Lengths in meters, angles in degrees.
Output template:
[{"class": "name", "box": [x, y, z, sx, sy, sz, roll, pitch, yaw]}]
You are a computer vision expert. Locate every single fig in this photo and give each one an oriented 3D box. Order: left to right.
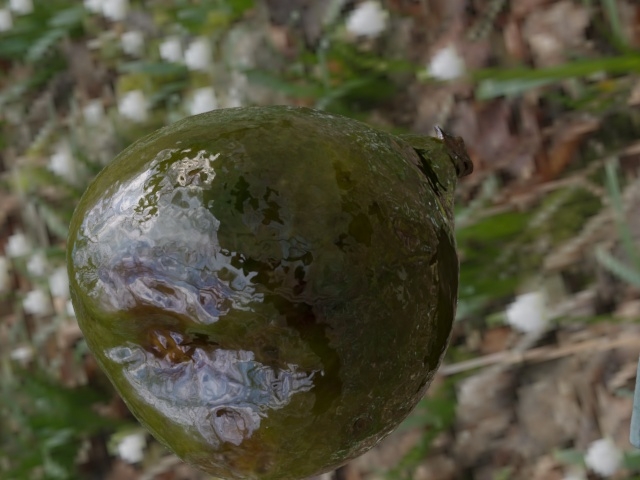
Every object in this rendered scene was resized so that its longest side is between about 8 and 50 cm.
[{"class": "fig", "box": [0.005, -0.004, 0.661, 0.133, 0.185, 0.126, 51, 157, -1]}]

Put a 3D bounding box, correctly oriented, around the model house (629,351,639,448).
[{"class": "model house", "box": [0.267, 0.067, 0.935, 0.215, 0.198, 0.224, 54, 167, 28]}]
